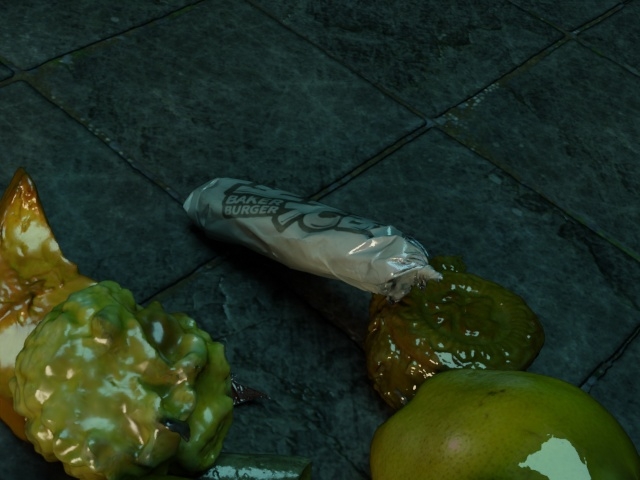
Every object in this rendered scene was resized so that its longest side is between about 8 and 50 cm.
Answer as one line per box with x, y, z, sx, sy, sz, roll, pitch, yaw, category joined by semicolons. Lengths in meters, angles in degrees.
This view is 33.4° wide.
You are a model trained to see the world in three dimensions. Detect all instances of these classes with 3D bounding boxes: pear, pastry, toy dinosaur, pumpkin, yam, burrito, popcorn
0.200;0.279;1.191;0.336;0.285;0.285;13;41;19;pear
0.168;0.143;1.432;0.240;0.132;0.235;-16;41;-36;pastry
-0.172;0.192;1.339;0.220;0.032;0.108;6;46;-7;toy dinosaur
-0.372;0.081;1.340;0.258;0.095;0.290;35;53;4;pumpkin
-0.084;0.283;1.246;0.146;0.070;0.070;6;44;-11;yam
0.000;0.000;1.449;0.445;0.101;0.139;18;5;39;burrito
-0.217;0.168;1.183;0.249;0.225;0.249;0;90;-16;popcorn

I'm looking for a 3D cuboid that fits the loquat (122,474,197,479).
-0.185;0.354;1.045;0.213;0.213;0.246;31;53;16;loquat
